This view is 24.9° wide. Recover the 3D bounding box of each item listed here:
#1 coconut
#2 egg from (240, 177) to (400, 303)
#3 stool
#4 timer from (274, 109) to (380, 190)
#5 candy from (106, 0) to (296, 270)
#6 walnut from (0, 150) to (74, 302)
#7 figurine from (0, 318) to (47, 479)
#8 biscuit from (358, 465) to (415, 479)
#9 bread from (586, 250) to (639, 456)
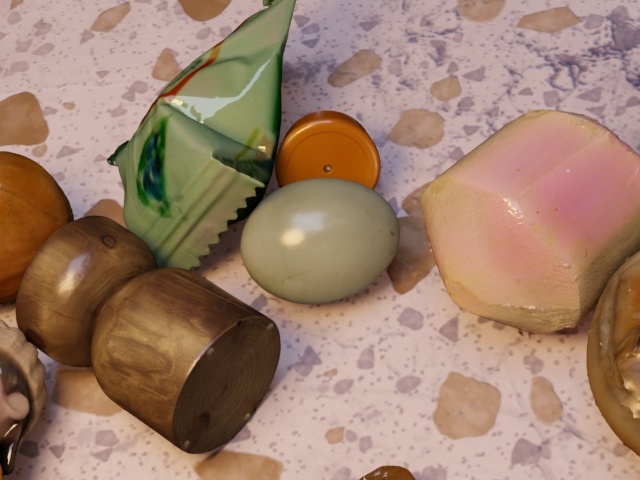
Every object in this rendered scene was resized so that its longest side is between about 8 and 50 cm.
[{"bbox_3d":[0.238,-0.010,1.658,0.245,0.233,0.233,-39,55,-19],"label":"coconut"},{"bbox_3d":[0.000,0.000,1.733,0.192,0.149,0.149,-10,51,-8],"label":"egg"},{"bbox_3d":[-0.199,0.106,1.673,0.264,0.179,0.179,30,64,29],"label":"stool"},{"bbox_3d":[0.007,-0.122,1.865,0.132,0.132,0.152,-10,27,3],"label":"timer"},{"bbox_3d":[-0.119,-0.163,1.831,0.172,0.263,0.398,34,51,-15],"label":"candy"},{"bbox_3d":[-0.446,-0.006,1.806,0.298,0.203,0.203,-13,49,24],"label":"walnut"},{"bbox_3d":[-0.407,0.230,1.607,0.185,0.204,0.332,-11,55,9],"label":"figurine"},{"bbox_3d":[0.053,0.385,1.489,0.197,0.049,0.301,-24,50,4],"label":"biscuit"},{"bbox_3d":[0.384,0.151,1.525,0.192,0.171,0.314,-21,51,-2],"label":"bread"}]
